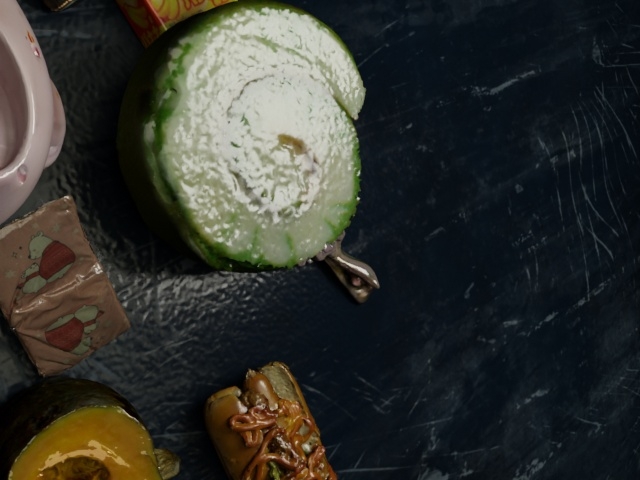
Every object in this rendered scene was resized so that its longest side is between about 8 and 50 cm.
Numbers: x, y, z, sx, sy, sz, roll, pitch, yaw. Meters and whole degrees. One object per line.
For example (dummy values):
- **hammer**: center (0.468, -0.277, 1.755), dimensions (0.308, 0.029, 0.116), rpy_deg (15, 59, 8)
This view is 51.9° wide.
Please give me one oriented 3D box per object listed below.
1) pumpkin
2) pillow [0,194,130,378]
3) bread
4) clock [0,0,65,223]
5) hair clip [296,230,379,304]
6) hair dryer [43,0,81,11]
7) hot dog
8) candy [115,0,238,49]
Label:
- **pumpkin**: center (-0.277, 0.321, 0.835), dimensions (0.222, 0.139, 0.317), rpy_deg (-24, 98, -31)
- **pillow**: center (-0.328, 0.063, 0.811), dimensions (0.135, 0.049, 0.248), rpy_deg (-39, 140, -29)
- **bread**: center (-0.090, -0.145, 0.930), dimensions (0.382, 0.129, 0.366), rpy_deg (-47, 119, -20)
- **clock**: center (-0.445, -0.182, 0.657), dimensions (0.368, 0.251, 0.376), rpy_deg (-4, 80, -45)
- **hair clip**: center (0.005, 0.001, 1.097), dimensions (0.300, 0.069, 0.173), rpy_deg (45, 65, -25)
- **hair dryer**: center (-0.405, -0.438, 0.816), dimensions (0.203, 0.128, 0.362), rpy_deg (-48, 121, -29)
- **hot dog**: center (-0.051, 0.356, 1.001), dimensions (0.158, 0.117, 0.348), rpy_deg (-28, 103, -33)
- **candy**: center (-0.245, -0.411, 0.937), dimensions (0.146, 0.088, 0.276), rpy_deg (-39, 108, -30)
